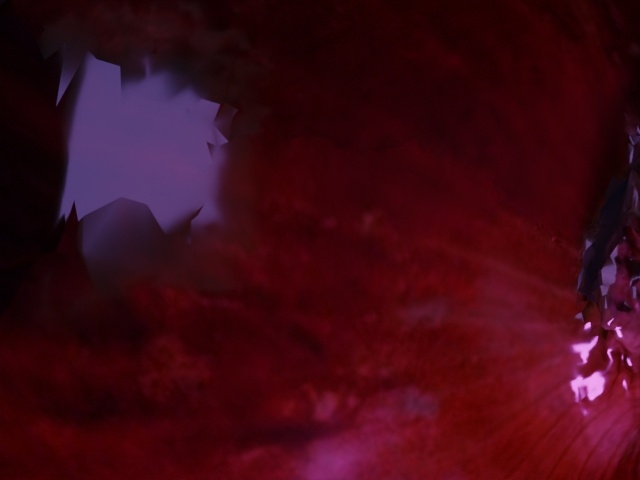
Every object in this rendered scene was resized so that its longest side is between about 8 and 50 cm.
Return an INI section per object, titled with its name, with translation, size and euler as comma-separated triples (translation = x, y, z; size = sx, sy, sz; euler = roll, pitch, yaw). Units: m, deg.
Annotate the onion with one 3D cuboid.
[onion]
translation = -0.003, -0.005, 0.688
size = 0.341, 0.341, 0.341
euler = -15, 66, 38
